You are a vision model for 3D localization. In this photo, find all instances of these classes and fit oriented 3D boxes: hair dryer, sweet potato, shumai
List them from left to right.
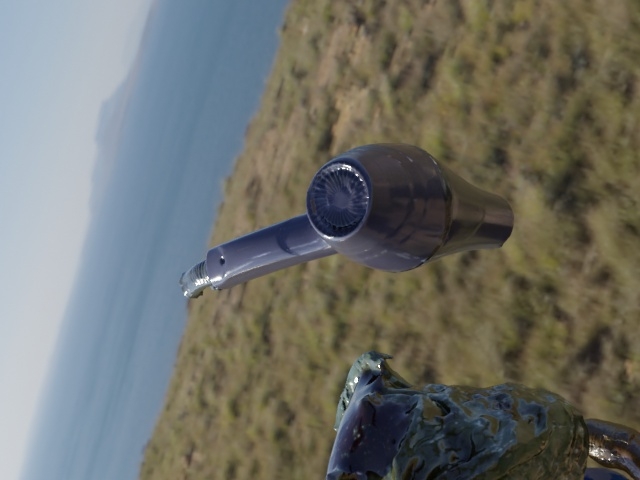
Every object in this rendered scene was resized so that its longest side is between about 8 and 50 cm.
[{"bbox_3d":[0.000,0.000,1.110,0.361,0.301,0.121,-16,78,32],"label":"hair dryer"},{"bbox_3d":[0.133,0.243,1.286,0.330,0.292,0.288,-53,42,22],"label":"shumai"},{"bbox_3d":[0.426,0.290,1.452,0.226,0.068,0.068,25,102,38],"label":"sweet potato"}]

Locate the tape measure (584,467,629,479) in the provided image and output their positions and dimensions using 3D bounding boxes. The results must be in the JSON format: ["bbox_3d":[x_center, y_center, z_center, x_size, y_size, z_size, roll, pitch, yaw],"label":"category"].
[{"bbox_3d":[0.362,0.447,1.574,0.262,0.259,0.138,96,169,-50],"label":"tape measure"}]
